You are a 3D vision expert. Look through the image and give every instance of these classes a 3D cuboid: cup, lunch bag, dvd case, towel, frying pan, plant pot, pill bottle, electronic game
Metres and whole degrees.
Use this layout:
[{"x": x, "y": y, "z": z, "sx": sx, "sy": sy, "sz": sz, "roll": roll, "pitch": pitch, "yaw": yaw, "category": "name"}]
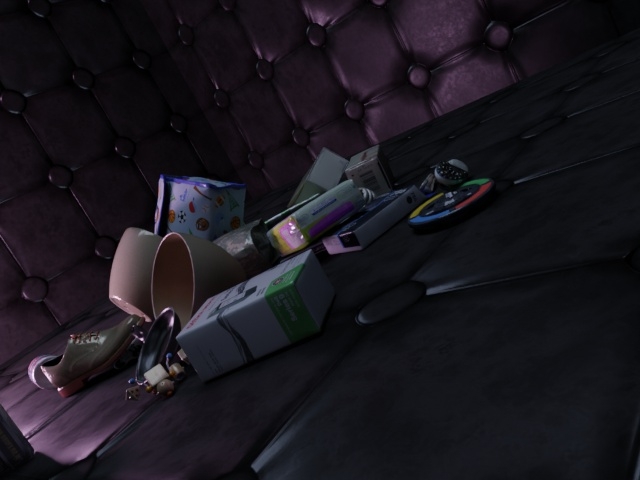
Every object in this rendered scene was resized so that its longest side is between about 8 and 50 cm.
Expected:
[{"x": -0.609, "y": 0.146, "z": 2.074, "sx": 0.331, "sy": 0.331, "sz": 0.237, "roll": -12, "pitch": 45, "yaw": 55, "category": "cup"}, {"x": -0.498, "y": -0.081, "z": 2.236, "sx": 0.385, "sy": 0.328, "sz": 0.238, "roll": 13, "pitch": 9, "yaw": 38, "category": "lunch bag"}, {"x": 0.000, "y": 0.000, "z": 1.836, "sx": 0.238, "sy": 0.030, "sz": 0.179, "roll": -24, "pitch": 12, "yaw": 20, "category": "dvd case"}, {"x": -0.276, "y": 0.060, "z": 1.891, "sx": 0.235, "sy": 0.169, "sz": 0.287, "roll": -26, "pitch": 7, "yaw": 10, "category": "lunch bag"}, {"x": -0.133, "y": -0.053, "z": 2.147, "sx": 0.324, "sy": 0.038, "sz": 0.248, "roll": -28, "pitch": -13, "yaw": -3, "category": "towel"}, {"x": -0.432, "y": 0.280, "z": 1.480, "sx": 0.326, "sy": 0.053, "sz": 0.197, "roll": -30, "pitch": 42, "yaw": 49, "category": "frying pan"}, {"x": -0.310, "y": 0.123, "z": 1.565, "sx": 0.190, "sy": 0.284, "sz": 0.284, "roll": 3, "pitch": -9, "yaw": -36, "category": "plant pot"}, {"x": -0.905, "y": 0.432, "z": 1.936, "sx": 0.108, "sy": 0.108, "sz": 0.180, "roll": -36, "pitch": 13, "yaw": -32, "category": "pill bottle"}, {"x": 0.318, "y": -0.091, "z": 1.428, "sx": 0.229, "sy": 0.048, "sz": 0.229, "roll": -27, "pitch": 11, "yaw": 6, "category": "electronic game"}]

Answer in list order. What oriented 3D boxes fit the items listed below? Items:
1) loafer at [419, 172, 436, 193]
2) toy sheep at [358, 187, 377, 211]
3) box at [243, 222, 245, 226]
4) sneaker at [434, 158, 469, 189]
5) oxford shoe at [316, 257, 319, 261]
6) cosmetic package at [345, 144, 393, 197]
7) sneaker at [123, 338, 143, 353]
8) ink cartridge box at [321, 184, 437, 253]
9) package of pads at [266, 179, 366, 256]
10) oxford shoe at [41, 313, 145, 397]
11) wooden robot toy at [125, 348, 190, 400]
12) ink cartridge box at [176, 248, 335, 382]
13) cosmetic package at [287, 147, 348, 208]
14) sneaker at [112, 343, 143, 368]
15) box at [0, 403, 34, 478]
[{"x": 0.332, "y": -0.169, "z": 1.777, "sx": 0.045, "sy": 0.039, "sz": 0.125, "roll": -60, "pitch": -8, "yaw": 29, "category": "loafer"}, {"x": 0.141, "y": -0.118, "z": 1.829, "sx": 0.091, "sy": 0.132, "sz": 0.091, "roll": -17, "pitch": 57, "yaw": 29, "category": "toy sheep"}, {"x": -0.339, "y": -0.044, "z": 2.383, "sx": 0.036, "sy": 0.207, "sz": 0.114, "roll": -29, "pitch": 12, "yaw": 18, "category": "box"}, {"x": 0.351, "y": -0.169, "z": 1.586, "sx": 0.086, "sy": 0.085, "sz": 0.237, "roll": -61, "pitch": -14, "yaw": 20, "category": "sneaker"}, {"x": -0.086, "y": 0.123, "z": 1.464, "sx": 0.212, "sy": 0.076, "sz": 0.076, "roll": -37, "pitch": -16, "yaw": -26, "category": "oxford shoe"}, {"x": 0.185, "y": -0.242, "z": 2.139, "sx": 0.129, "sy": 0.153, "sz": 0.296, "roll": -24, "pitch": 14, "yaw": 13, "category": "cosmetic package"}, {"x": -0.595, "y": 0.334, "z": 1.812, "sx": 0.109, "sy": 0.040, "sz": 0.044, "roll": -32, "pitch": 28, "yaw": 3, "category": "sneaker"}, {"x": 0.170, "y": -0.075, "z": 1.675, "sx": 0.332, "sy": 0.065, "sz": 0.165, "roll": -35, "pitch": 12, "yaw": -32, "category": "ink cartridge box"}, {"x": -0.024, "y": -0.058, "z": 1.740, "sx": 0.229, "sy": 0.101, "sz": 0.296, "roll": -35, "pitch": 3, "yaw": -21, "category": "package of pads"}, {"x": -0.658, "y": 0.311, "z": 1.683, "sx": 0.348, "sy": 0.130, "sz": 0.123, "roll": -39, "pitch": 15, "yaw": 7, "category": "oxford shoe"}, {"x": -0.334, "y": 0.310, "z": 1.271, "sx": 0.173, "sy": 0.076, "sz": 0.079, "roll": -34, "pitch": 48, "yaw": -23, "category": "wooden robot toy"}, {"x": -0.132, "y": 0.157, "z": 1.242, "sx": 0.289, "sy": 0.122, "sz": 0.211, "roll": -26, "pitch": 11, "yaw": 16, "category": "ink cartridge box"}, {"x": -0.016, "y": -0.212, "z": 2.259, "sx": 0.160, "sy": 0.113, "sz": 0.309, "roll": -63, "pitch": 7, "yaw": -23, "category": "cosmetic package"}, {"x": -0.570, "y": 0.337, "z": 1.718, "sx": 0.098, "sy": 0.038, "sz": 0.069, "roll": -35, "pitch": 14, "yaw": -30, "category": "sneaker"}, {"x": -0.786, "y": 0.442, "z": 1.297, "sx": 0.183, "sy": 0.231, "sz": 0.056, "roll": -34, "pitch": 16, "yaw": -20, "category": "box"}]
